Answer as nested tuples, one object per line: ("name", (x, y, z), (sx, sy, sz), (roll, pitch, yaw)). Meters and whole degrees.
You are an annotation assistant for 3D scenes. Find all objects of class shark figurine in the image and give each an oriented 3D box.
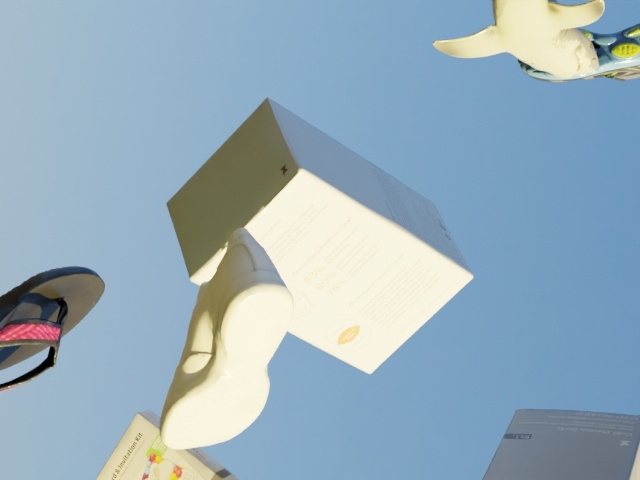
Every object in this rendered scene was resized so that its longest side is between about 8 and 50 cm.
("shark figurine", (0.186, -0.246, 1.328), (0.278, 0.166, 0.116), (102, -13, -61))

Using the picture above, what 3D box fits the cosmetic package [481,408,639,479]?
("cosmetic package", (0.206, 0.232, 1.334), (0.238, 0.127, 0.107), (-39, 129, -70))

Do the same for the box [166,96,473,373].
("box", (0.000, 0.000, 2.111), (0.215, 0.345, 0.168), (-44, -140, 19))

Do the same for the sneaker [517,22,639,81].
("sneaker", (0.316, -0.202, 1.754), (0.078, 0.188, 0.067), (82, 1, -67))

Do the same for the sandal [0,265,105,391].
("sandal", (-0.191, 0.068, 0.918), (0.040, 0.179, 0.067), (37, -51, 22))

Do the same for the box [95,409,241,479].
("box", (-0.189, 0.325, 1.969), (0.186, 0.038, 0.145), (36, -78, 16))

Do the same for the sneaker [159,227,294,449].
("sneaker", (-0.081, 0.082, 1.282), (0.212, 0.080, 0.094), (-62, -143, 36))
